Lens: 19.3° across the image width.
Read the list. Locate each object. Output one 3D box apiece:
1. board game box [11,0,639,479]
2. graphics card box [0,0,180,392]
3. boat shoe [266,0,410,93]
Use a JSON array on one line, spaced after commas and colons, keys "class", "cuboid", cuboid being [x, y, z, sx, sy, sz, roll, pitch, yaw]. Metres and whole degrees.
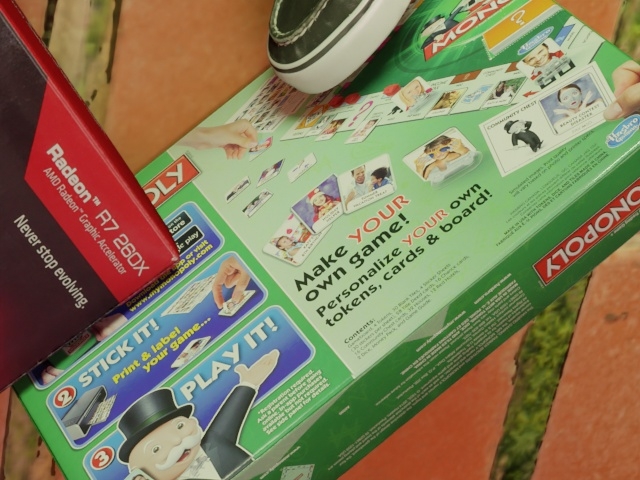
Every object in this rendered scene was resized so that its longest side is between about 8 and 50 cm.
[{"class": "board game box", "cuboid": [0.000, 0.000, 0.884, 0.317, 0.213, 0.046, -39, 131, -2]}, {"class": "graphics card box", "cuboid": [-0.270, 0.023, 0.821, 0.371, 0.094, 0.232, -35, 131, -5]}, {"class": "boat shoe", "cuboid": [0.020, -0.177, 0.876, 0.070, 0.078, 0.219, 20, 100, -38]}]
